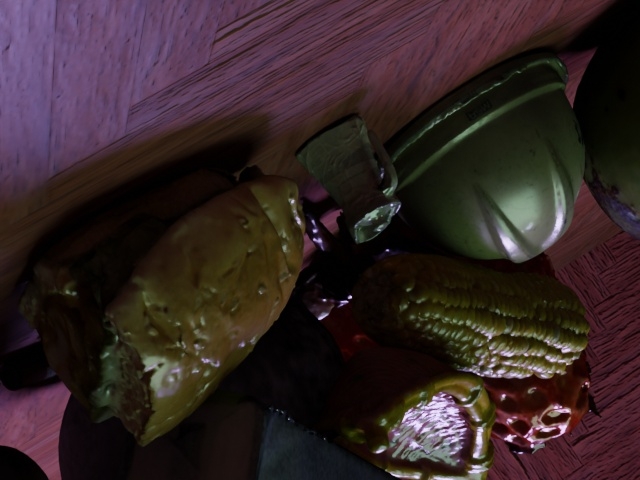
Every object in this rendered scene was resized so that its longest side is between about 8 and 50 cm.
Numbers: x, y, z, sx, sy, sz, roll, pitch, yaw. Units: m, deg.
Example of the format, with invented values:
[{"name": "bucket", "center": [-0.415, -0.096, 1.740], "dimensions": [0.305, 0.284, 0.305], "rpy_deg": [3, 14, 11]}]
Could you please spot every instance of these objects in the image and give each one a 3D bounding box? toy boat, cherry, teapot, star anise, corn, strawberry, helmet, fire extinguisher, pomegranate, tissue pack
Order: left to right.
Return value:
[{"name": "fire extinguisher", "center": [-0.204, 0.085, 1.526], "dimensions": [0.100, 0.032, 0.046], "rpy_deg": [-21, 131, -53]}, {"name": "cherry", "center": [-0.097, 0.166, 1.696], "dimensions": [0.255, 0.218, 0.296], "rpy_deg": [0, 137, -21]}, {"name": "tissue pack", "center": [-0.034, 0.290, 1.457], "dimensions": [0.124, 0.288, 0.394], "rpy_deg": [3, 163, 23]}, {"name": "star anise", "center": [0.008, -0.001, 1.713], "dimensions": [0.158, 0.144, 0.140], "rpy_deg": [-43, -152, -16]}, {"name": "teapot", "center": [0.027, -0.045, 1.433], "dimensions": [0.057, 0.083, 0.067], "rpy_deg": [-16, 164, -48]}, {"name": "toy boat", "center": [0.073, 0.150, 1.612], "dimensions": [0.141, 0.099, 0.318], "rpy_deg": [-26, 160, 12]}, {"name": "strawberry", "center": [0.116, 0.076, 1.911], "dimensions": [0.253, 0.280, 0.150], "rpy_deg": [-18, 134, 2]}, {"name": "corn", "center": [0.125, 0.065, 1.695], "dimensions": [0.102, 0.102, 0.313], "rpy_deg": [-38, 150, 28]}, {"name": "helmet", "center": [0.153, -0.047, 1.692], "dimensions": [0.204, 0.137, 0.257], "rpy_deg": [-33, 172, -2]}, {"name": "pomegranate", "center": [0.392, -0.076, 1.716], "dimensions": [0.285, 0.340, 0.285], "rpy_deg": [-38, 169, -9]}]

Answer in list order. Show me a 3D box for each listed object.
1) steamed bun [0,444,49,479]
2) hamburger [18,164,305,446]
[{"name": "steamed bun", "center": [-0.266, 0.272, 1.503], "dimensions": [0.394, 0.237, 0.346], "rpy_deg": [1, -179, -25]}, {"name": "hamburger", "center": [-0.076, 0.026, 1.286], "dimensions": [0.208, 0.135, 0.155], "rpy_deg": [-31, 173, -29]}]
